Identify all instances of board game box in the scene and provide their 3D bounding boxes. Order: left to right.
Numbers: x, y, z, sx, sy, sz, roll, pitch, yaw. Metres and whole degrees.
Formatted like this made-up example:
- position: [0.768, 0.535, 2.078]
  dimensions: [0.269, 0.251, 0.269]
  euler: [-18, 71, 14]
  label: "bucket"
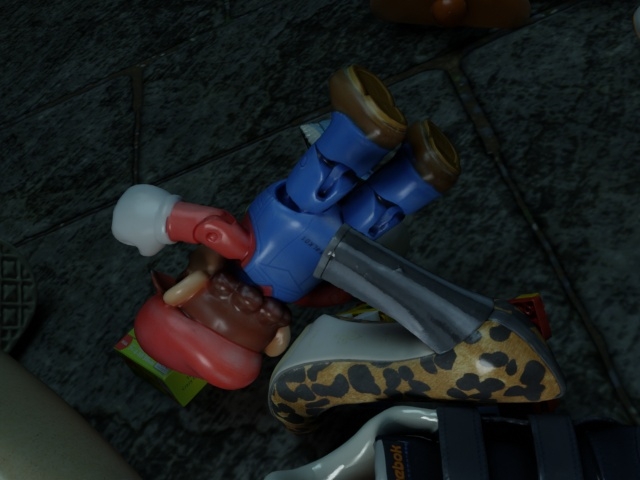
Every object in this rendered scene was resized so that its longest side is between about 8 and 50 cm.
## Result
- position: [-0.105, 0.070, 1.020]
  dimensions: [0.181, 0.043, 0.092]
  euler: [-45, 39, -21]
  label: "board game box"

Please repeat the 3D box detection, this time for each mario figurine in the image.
- position: [-0.043, -0.012, 0.891]
  dimensions: [0.320, 0.198, 0.170]
  euler: [-42, -3, 19]
  label: "mario figurine"

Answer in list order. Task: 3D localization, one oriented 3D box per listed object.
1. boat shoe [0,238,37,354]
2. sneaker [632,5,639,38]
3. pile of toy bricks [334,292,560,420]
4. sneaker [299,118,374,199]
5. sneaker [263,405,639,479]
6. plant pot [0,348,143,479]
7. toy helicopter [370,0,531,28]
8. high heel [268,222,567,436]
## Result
- position: [-0.483, 0.179, 1.028]
  dimensions: [0.156, 0.187, 0.500]
  euler: [-5, 37, 36]
  label: "boat shoe"
- position: [0.430, -0.253, 0.994]
  dimensions: [0.262, 0.121, 0.099]
  euler: [-4, 42, 29]
  label: "sneaker"
- position: [0.117, 0.084, 0.832]
  dimensions: [0.105, 0.118, 0.212]
  euler: [-22, 8, -41]
  label: "pile of toy bricks"
- position: [0.033, -0.097, 1.115]
  dimensions: [0.073, 0.063, 0.162]
  euler: [-27, 37, -4]
  label: "sneaker"
- position: [0.110, 0.177, 0.689]
  dimensions: [0.321, 0.127, 0.126]
  euler: [-18, 36, 12]
  label: "sneaker"
- position: [-0.282, 0.202, 0.840]
  dimensions: [0.274, 0.256, 0.256]
  euler: [16, 53, 23]
  label: "plant pot"
- position: [0.210, -0.332, 1.222]
  dimensions: [0.355, 0.140, 0.235]
  euler: [5, 50, 33]
  label: "toy helicopter"
- position: [0.061, 0.117, 0.775]
  dimensions: [0.186, 0.261, 0.093]
  euler: [30, 51, 9]
  label: "high heel"
